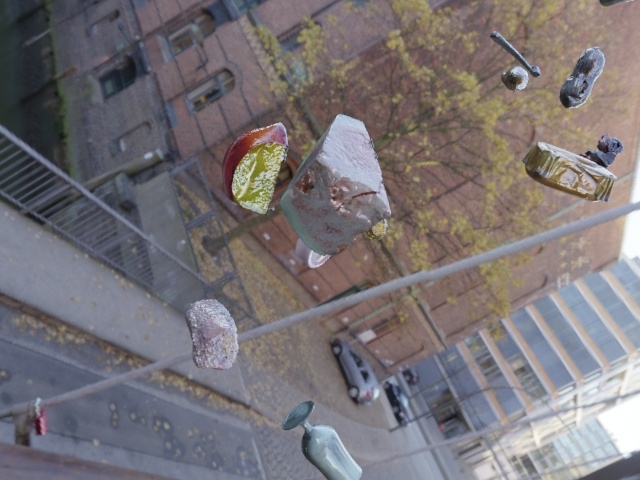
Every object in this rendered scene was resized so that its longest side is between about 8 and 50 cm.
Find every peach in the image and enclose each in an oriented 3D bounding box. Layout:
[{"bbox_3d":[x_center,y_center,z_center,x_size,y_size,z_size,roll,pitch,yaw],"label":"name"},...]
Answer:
[{"bbox_3d":[-0.199,-0.226,1.590,0.154,0.267,0.159,5,26,-31],"label":"peach"}]

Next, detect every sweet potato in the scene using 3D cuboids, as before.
[{"bbox_3d":[0.614,-0.511,1.746,0.074,0.075,0.269,60,17,-8],"label":"sweet potato"}]

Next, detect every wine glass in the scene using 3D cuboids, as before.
[{"bbox_3d":[0.007,0.531,1.416,0.231,0.103,0.103,54,8,-11],"label":"wine glass"}]

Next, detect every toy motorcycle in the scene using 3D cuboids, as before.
[{"bbox_3d":[0.974,-0.299,1.944,0.118,0.212,0.084,38,-18,13],"label":"toy motorcycle"}]

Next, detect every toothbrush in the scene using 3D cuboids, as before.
[{"bbox_3d":[0.680,-0.644,1.916,0.297,0.030,0.030,20,66,-37],"label":"toothbrush"}]

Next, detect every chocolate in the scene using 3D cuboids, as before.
[{"bbox_3d":[1.010,-0.623,2.135,0.110,0.248,0.110,30,6,-4],"label":"chocolate"}]

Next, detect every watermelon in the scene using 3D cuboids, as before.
[{"bbox_3d":[0.043,-0.117,1.223,0.193,0.310,0.232,33,4,-14],"label":"watermelon"}]

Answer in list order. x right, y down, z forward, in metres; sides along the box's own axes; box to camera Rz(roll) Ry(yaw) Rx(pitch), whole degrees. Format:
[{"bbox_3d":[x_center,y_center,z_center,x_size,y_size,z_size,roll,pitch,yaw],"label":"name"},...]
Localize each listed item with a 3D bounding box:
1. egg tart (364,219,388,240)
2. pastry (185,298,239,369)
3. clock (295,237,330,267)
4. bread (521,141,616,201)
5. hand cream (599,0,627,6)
[{"bbox_3d":[0.263,-0.063,2.614,0.130,0.130,0.052,59,-10,-13],"label":"egg tart"},{"bbox_3d":[-0.238,0.194,1.207,0.265,0.103,0.112,-164,-112,-72],"label":"pastry"},{"bbox_3d":[0.000,0.000,1.973,0.068,0.197,0.197,37,-3,23],"label":"clock"},{"bbox_3d":[0.713,-0.192,1.592,0.241,0.107,0.136,17,24,-13],"label":"bread"},{"bbox_3d":[0.847,-0.671,1.494,0.235,0.086,0.055,-134,-142,-66],"label":"hand cream"}]
